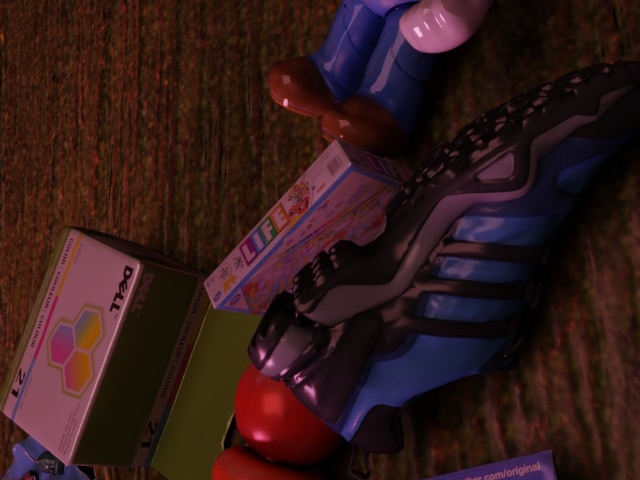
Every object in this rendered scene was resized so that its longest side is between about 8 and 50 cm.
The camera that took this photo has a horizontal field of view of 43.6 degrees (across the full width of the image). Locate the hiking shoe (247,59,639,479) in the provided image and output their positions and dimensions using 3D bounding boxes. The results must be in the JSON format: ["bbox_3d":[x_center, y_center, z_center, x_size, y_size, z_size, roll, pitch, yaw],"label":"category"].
[{"bbox_3d":[0.100,0.013,0.517,0.304,0.113,0.132,-40,99,12],"label":"hiking shoe"}]

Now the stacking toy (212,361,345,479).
[{"bbox_3d":[-0.053,0.236,0.573,0.141,0.141,0.330,14,84,43],"label":"stacking toy"}]

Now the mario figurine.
[{"bbox_3d":[0.049,-0.229,0.555,0.198,0.170,0.320,27,107,11],"label":"mario figurine"}]

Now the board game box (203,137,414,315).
[{"bbox_3d":[0.000,0.000,0.593,0.154,0.103,0.026,-45,53,24],"label":"board game box"}]

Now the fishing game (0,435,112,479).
[{"bbox_3d":[-0.301,0.284,0.839,0.264,0.041,0.189,-34,56,31],"label":"fishing game"}]

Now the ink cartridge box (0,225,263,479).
[{"bbox_3d":[-0.153,0.112,0.703,0.255,0.097,0.188,19,89,41],"label":"ink cartridge box"}]

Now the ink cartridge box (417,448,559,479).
[{"bbox_3d":[0.105,0.292,0.456,0.186,0.065,0.311,-27,65,35],"label":"ink cartridge box"}]
